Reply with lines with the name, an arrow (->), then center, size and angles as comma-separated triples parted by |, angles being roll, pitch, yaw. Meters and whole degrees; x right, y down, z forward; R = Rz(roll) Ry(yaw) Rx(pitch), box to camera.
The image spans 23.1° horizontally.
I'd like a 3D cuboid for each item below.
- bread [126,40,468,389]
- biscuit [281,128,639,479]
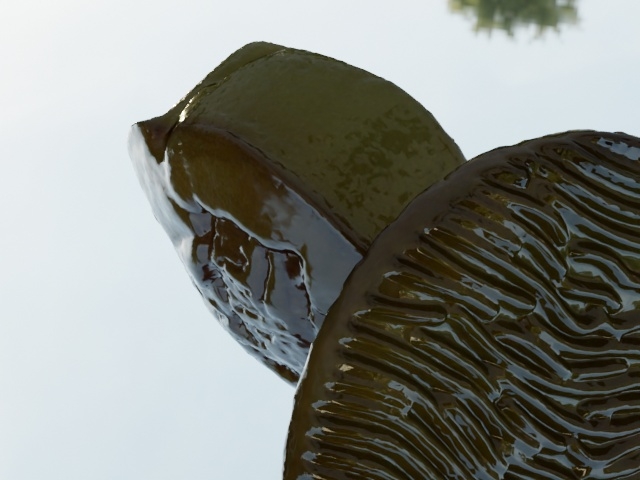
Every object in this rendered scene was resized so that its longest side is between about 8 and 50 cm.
bread -> 0.000, 0.000, 0.998 | 0.270, 0.270, 0.148 | 30, -115, 35
biscuit -> 0.118, 0.097, 0.818 | 0.317, 0.318, 0.040 | -17, -155, -32
